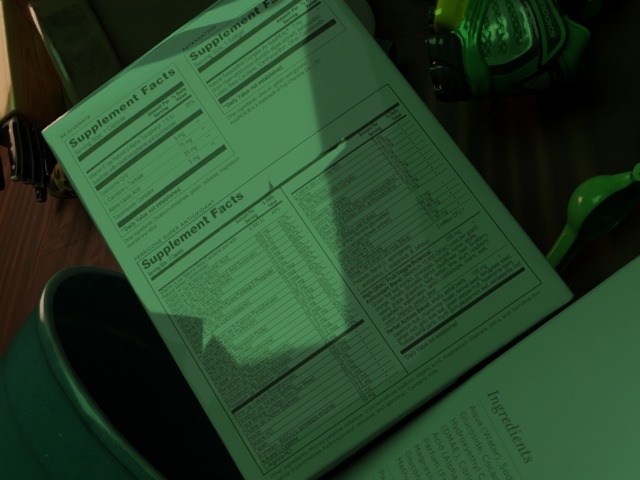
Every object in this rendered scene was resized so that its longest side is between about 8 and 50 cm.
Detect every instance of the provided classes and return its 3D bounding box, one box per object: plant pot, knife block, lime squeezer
[{"bbox_3d":[-0.158,0.200,0.582,0.255,0.272,0.271,-47,42,8],"label":"plant pot"},{"bbox_3d":[-0.152,-0.174,0.889,0.229,0.263,0.263,-27,42,-10],"label":"plant pot"},{"bbox_3d":[-0.458,-0.198,1.223,0.088,0.275,0.242,-28,18,26],"label":"knife block"},{"bbox_3d":[0.243,-0.007,0.587,0.310,0.059,0.109,-17,53,33],"label":"lime squeezer"}]

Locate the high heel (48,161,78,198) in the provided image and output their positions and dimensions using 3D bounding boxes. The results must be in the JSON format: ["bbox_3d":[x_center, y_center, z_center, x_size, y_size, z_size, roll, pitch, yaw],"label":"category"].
[{"bbox_3d":[-0.285,-0.045,1.072,0.261,0.093,0.186,-17,57,33],"label":"high heel"}]

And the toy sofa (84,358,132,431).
[{"bbox_3d":[-0.145,0.085,0.783,0.362,0.177,0.150,-56,35,-2],"label":"toy sofa"}]

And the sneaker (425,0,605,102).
[{"bbox_3d":[0.201,-0.261,0.763,0.146,0.134,0.343,7,63,18],"label":"sneaker"}]

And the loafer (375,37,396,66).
[{"bbox_3d":[0.070,-0.133,0.834,0.061,0.062,0.170,-1,65,17],"label":"loafer"}]

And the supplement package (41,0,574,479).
[{"bbox_3d":[0.000,0.000,0.544,0.198,0.199,0.262,-36,73,3],"label":"supplement package"}]

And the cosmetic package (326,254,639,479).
[{"bbox_3d":[0.191,0.132,0.427,0.385,0.217,0.156,-40,45,18],"label":"cosmetic package"}]

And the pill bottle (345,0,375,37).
[{"bbox_3d":[-0.020,-0.293,0.964,0.121,0.121,0.221,-40,44,16],"label":"pill bottle"}]
